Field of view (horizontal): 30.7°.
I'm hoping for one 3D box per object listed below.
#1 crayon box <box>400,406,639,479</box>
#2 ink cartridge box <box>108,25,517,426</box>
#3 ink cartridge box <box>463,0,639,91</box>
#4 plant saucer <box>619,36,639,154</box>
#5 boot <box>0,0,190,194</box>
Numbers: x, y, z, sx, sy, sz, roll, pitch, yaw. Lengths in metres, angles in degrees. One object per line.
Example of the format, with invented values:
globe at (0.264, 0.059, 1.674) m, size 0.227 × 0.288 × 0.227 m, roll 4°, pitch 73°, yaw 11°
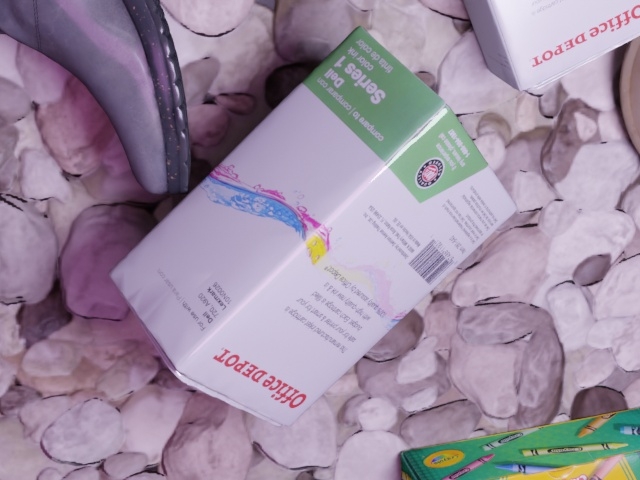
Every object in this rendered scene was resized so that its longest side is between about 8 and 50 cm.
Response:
crayon box at (0.222, 0.279, 1.182) m, size 0.278 × 0.081 × 0.165 m, roll -8°, pitch 113°, yaw -14°
ink cartridge box at (0.000, 0.000, 0.938) m, size 0.278 × 0.117 × 0.201 m, roll -44°, pitch 148°, yaw 3°
ink cartridge box at (0.181, -0.242, 0.961) m, size 0.140 × 0.082 × 0.190 m, roll -28°, pitch 118°, yaw -5°
plant saucer at (0.406, -0.139, 1.023) m, size 0.278 × 0.041 × 0.278 m, roll 10°, pitch 130°, yaw 12°
boot at (-0.233, -0.168, 0.861) m, size 0.223 × 0.118 × 0.338 m, roll -18°, pitch 108°, yaw -3°
